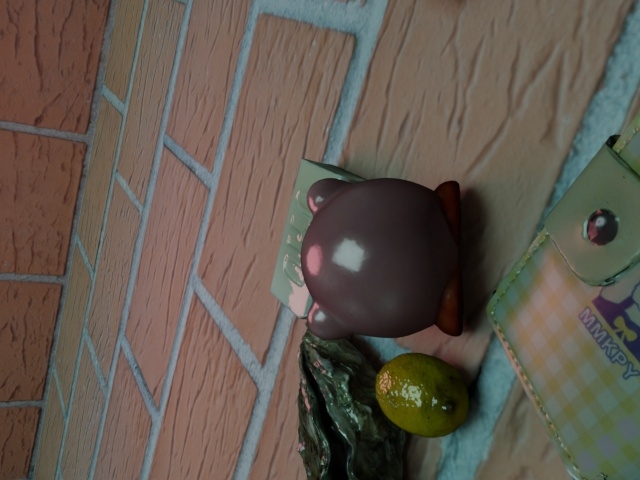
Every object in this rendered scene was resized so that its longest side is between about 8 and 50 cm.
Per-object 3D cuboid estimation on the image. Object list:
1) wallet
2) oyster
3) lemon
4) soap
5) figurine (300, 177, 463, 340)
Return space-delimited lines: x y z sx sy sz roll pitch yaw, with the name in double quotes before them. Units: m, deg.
"wallet" 0.253 0.026 0.442 0.310 0.077 0.223 -58 44 36
"oyster" 0.030 0.220 0.738 0.198 0.112 0.268 134 127 -73
"lemon" 0.102 0.158 0.642 0.110 0.082 0.082 13 96 51
"soap" 0.000 0.000 0.843 0.119 0.066 0.198 33 113 57
"figurine" 0.062 0.019 0.648 0.173 0.173 0.173 -14 73 56
